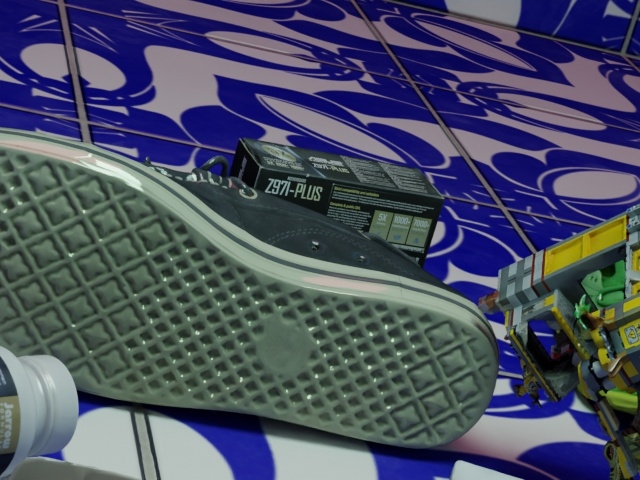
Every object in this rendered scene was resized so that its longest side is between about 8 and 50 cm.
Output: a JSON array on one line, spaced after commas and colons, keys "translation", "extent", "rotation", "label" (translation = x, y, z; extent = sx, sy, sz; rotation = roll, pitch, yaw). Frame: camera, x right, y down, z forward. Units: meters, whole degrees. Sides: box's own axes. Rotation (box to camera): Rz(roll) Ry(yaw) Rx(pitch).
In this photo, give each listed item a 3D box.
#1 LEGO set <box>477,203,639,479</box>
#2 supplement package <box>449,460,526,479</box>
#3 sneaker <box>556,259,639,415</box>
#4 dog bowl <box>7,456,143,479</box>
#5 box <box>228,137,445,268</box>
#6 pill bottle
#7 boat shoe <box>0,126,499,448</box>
[{"translation": [0.245, 0.136, 1.458], "extent": [0.331, 0.192, 0.255], "rotation": [50, 26, -29], "label": "LEGO set"}, {"translation": [0.108, 0.260, 1.004], "extent": [0.149, 0.203, 0.194], "rotation": [16, 19, 1], "label": "supplement package"}, {"translation": [0.288, 0.078, 1.793], "extent": [0.109, 0.123, 0.295], "rotation": [12, 20, -15], "label": "sneaker"}, {"translation": [-0.144, 0.234, 1.013], "extent": [0.349, 0.102, 0.349], "rotation": [14, 16, -4], "label": "dog bowl"}, {"translation": [0.000, 0.000, 1.739], "extent": [0.180, 0.147, 0.077], "rotation": [8, 21, -20], "label": "box"}, {"translation": [-0.249, 0.117, 1.284], "extent": [0.169, 0.094, 0.094], "rotation": [-3, 27, -44], "label": "pill bottle"}, {"translation": [-0.099, 0.033, 1.525], "extent": [0.500, 0.186, 0.156], "rotation": [17, 16, -17], "label": "boat shoe"}]
